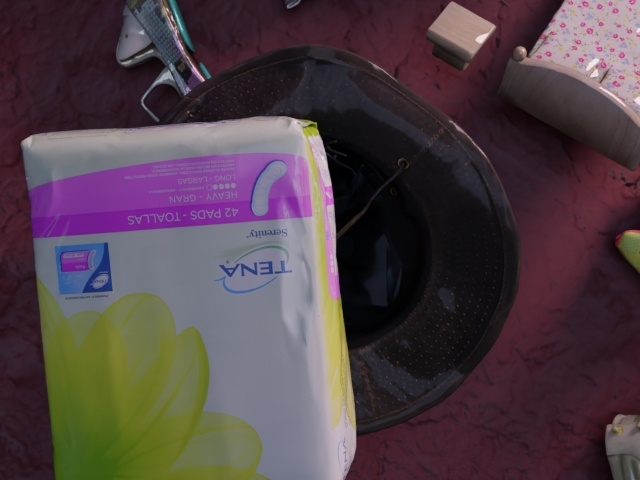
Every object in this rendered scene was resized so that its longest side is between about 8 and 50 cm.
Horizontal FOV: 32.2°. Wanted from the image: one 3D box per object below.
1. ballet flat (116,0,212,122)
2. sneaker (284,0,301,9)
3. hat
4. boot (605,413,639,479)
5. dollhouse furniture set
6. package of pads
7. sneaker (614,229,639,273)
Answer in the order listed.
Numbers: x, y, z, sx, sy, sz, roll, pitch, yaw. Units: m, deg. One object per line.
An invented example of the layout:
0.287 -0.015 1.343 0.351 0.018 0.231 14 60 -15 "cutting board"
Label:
-0.135 -0.154 1.006 0.079 0.077 0.221 -29 91 1 "ballet flat"
-0.081 -0.333 1.000 0.115 0.105 0.281 -44 86 2 "sneaker"
0.000 0.000 0.959 0.331 0.134 0.331 0 96 2 "hat"
0.329 0.146 0.953 0.165 0.077 0.213 -8 77 42 "boot"
0.324 -0.224 0.935 0.355 0.174 0.303 31 64 13 "dollhouse furniture set"
-0.094 0.057 0.854 0.229 0.101 0.296 -4 95 7 "package of pads"
0.344 -0.050 0.999 0.094 0.081 0.208 35 84 10 "sneaker"
